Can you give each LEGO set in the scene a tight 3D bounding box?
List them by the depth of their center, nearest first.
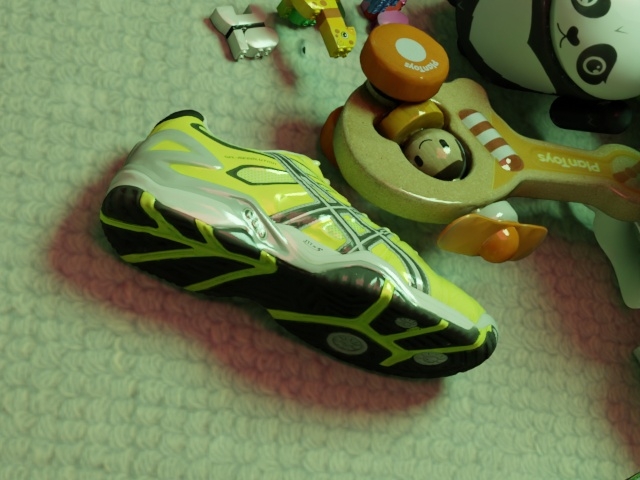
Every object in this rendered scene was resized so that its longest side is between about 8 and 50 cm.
[{"bbox_3d":[0.017,-0.217,1.624,0.227,0.087,0.093,-10,69,-30],"label":"LEGO set"}]

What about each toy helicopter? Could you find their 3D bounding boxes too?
[{"bbox_3d":[0.182,-0.063,1.553,0.355,0.140,0.235,7,45,-23],"label":"toy helicopter"}]

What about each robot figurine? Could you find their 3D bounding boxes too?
[{"bbox_3d":[0.246,-0.229,1.632,0.209,0.278,0.173,34,80,-34],"label":"robot figurine"}]

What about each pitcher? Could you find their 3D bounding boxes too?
[{"bbox_3d":[0.379,-0.038,1.701,0.207,0.125,0.178,-19,66,-21],"label":"pitcher"}]

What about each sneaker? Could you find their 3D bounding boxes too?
[{"bbox_3d":[0.000,0.000,1.464,0.385,0.145,0.147,27,55,-14],"label":"sneaker"}]

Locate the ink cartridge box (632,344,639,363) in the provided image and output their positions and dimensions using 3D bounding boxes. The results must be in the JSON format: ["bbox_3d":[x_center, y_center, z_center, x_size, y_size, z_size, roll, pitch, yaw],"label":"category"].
[{"bbox_3d":[0.419,0.164,1.572,0.092,0.160,0.219,-25,76,-17],"label":"ink cartridge box"}]

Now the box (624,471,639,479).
[{"bbox_3d":[0.300,0.230,1.453,0.114,0.207,0.036,-32,81,-36],"label":"box"}]

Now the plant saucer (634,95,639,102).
[{"bbox_3d":[0.348,-0.237,1.726,0.037,0.241,0.241,-16,71,-11],"label":"plant saucer"}]
